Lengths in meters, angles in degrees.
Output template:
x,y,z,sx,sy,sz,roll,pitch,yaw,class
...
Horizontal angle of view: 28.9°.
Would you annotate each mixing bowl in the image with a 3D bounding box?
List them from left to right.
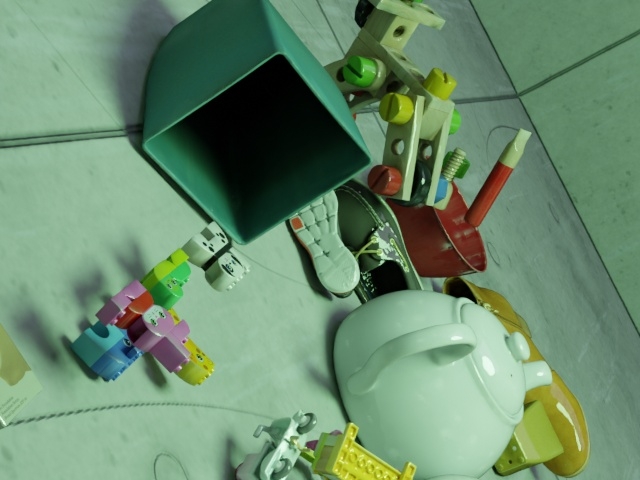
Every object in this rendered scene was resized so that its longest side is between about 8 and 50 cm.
x,y,z,sx,sy,sz,roll,pitch,yaw,class
0.146,-0.018,1.731,0.181,0.098,0.181,50,24,-32,mixing bowl

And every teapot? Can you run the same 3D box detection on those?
x,y,z,sx,sy,sz,roll,pitch,yaw,class
0.143,0.151,1.385,0.252,0.187,0.256,55,22,-19,teapot

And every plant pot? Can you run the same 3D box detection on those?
x,y,z,sx,sy,sz,roll,pitch,yaw,class
-0.077,-0.154,1.285,0.165,0.165,0.234,47,17,-36,plant pot
0.267,0.277,1.693,0.083,0.081,0.081,-18,81,-58,plant pot

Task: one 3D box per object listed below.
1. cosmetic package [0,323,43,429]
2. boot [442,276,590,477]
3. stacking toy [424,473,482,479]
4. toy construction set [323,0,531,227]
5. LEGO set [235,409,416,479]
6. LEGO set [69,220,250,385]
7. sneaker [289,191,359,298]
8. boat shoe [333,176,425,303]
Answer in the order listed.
x,y,z,sx,sy,sz,roll,pitch,yaw,class
-0.232,0.066,0.786,0.115,0.041,0.060,59,21,-11,cosmetic package
0.269,0.196,1.786,0.211,0.104,0.295,26,36,-51,boot
0.287,0.380,1.230,0.480,0.350,0.350,24,13,15,stacking toy
0.124,-0.179,1.517,0.309,0.237,0.257,24,17,-23,toy construction set
0.024,0.264,1.136,0.132,0.107,0.287,-45,116,-33,LEGO set
-0.116,0.071,0.991,0.093,0.087,0.227,46,21,-1,LEGO set
0.000,0.000,1.442,0.065,0.061,0.158,84,-11,-66,sneaker
0.068,0.023,1.513,0.228,0.081,0.069,59,16,-18,boat shoe
